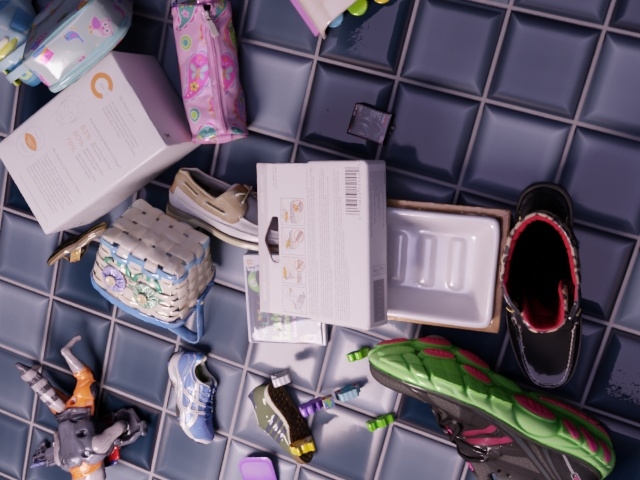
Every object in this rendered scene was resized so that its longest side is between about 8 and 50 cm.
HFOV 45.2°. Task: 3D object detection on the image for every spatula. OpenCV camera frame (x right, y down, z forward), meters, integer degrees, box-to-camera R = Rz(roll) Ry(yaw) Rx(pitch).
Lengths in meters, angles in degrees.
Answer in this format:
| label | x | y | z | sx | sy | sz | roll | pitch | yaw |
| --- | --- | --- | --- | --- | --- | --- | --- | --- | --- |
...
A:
| label | x | y | z | sx | sy | sz | roll | pitch | yaw |
| --- | --- | --- | --- | --- | --- | --- | --- | --- | --- |
| spatula | -0.121 | 0.609 | 1.689 | 0.084 | 0.030 | 0.297 | -5 | 99 | 20 |

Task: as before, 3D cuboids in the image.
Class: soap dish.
| label | x | y | z | sx | sy | sz | roll | pitch | yaw |
| --- | --- | --- | --- | --- | --- | --- | --- | --- | --- |
| soap dish | 0.198 | 0.039 | 1.434 | 0.290 | 0.118 | 0.229 | 6 | 102 | 17 |

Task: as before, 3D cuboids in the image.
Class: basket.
| label | x | y | z | sx | sy | sz | roll | pitch | yaw |
| --- | --- | --- | --- | --- | --- | --- | --- | --- | --- |
| basket | -0.348 | 0.075 | 1.586 | 0.254 | 0.201 | 0.289 | 26 | 144 | 11 |

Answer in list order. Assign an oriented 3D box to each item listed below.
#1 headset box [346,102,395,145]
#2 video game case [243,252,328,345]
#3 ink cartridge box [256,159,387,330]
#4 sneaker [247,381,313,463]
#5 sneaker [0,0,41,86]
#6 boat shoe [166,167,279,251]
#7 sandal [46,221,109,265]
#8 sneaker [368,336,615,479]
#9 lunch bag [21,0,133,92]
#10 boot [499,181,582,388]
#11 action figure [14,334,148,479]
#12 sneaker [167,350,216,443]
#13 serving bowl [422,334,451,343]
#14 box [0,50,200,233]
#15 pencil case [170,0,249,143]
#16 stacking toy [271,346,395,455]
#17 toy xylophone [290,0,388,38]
| label | x | y | z | sx | sy | sz | roll | pitch | yaw |
| --- | --- | --- | --- | --- | --- | --- | --- | --- | --- |
| headset box | 0.100 | -0.221 | 1.464 | 0.083 | 0.032 | 0.062 | 22 | 106 | 15 |
| video game case | -0.072 | 0.121 | 1.588 | 0.173 | 0.022 | 0.191 | 0 | 100 | 18 |
| ink cartridge box | 0.000 | 0.000 | 1.418 | 0.261 | 0.066 | 0.297 | 5 | 99 | 40 |
| sneaker | -0.089 | 0.386 | 1.627 | 0.086 | 0.064 | 0.192 | -18 | 103 | 39 |
| sneaker | -0.663 | -0.395 | 1.541 | 0.127 | 0.319 | 0.208 | -22 | 101 | 33 |
| boat shoe | -0.173 | -0.062 | 1.540 | 0.302 | 0.113 | 0.103 | 18 | 110 | 15 |
| sandal | -0.534 | 0.017 | 1.703 | 0.180 | 0.072 | 0.049 | -27 | 112 | 16 |
| sneaker | 0.292 | 0.340 | 1.412 | 0.482 | 0.185 | 0.202 | 28 | 109 | 6 |
| lunch bag | -0.473 | -0.413 | 1.495 | 0.224 | 0.279 | 0.108 | -39 | 122 | 12 |
| boot | 0.375 | 0.100 | 1.297 | 0.138 | 0.284 | 0.378 | 3 | 100 | 17 |
| action figure | -0.585 | 0.424 | 1.735 | 0.341 | 0.178 | 0.330 | -30 | 80 | 18 |
| sneaker | -0.265 | 0.339 | 1.660 | 0.081 | 0.080 | 0.211 | -13 | 97 | 23 |
| serving bowl | 0.223 | 0.229 | 1.508 | 0.083 | 0.027 | 0.083 | 4 | 101 | 18 |
| box | -0.450 | -0.197 | 1.576 | 0.345 | 0.168 | 0.215 | -31 | 89 | 21 |
| pencil case | -0.214 | -0.331 | 1.499 | 0.124 | 0.124 | 0.284 | -3 | 100 | 19 |
| stacking toy | 0.021 | 0.323 | 1.562 | 0.221 | 0.052 | 0.167 | -18 | 96 | -2 |
| toy xylophone | 0.064 | -0.531 | 1.392 | 0.322 | 0.081 | 0.236 | -26 | 91 | 21 |
